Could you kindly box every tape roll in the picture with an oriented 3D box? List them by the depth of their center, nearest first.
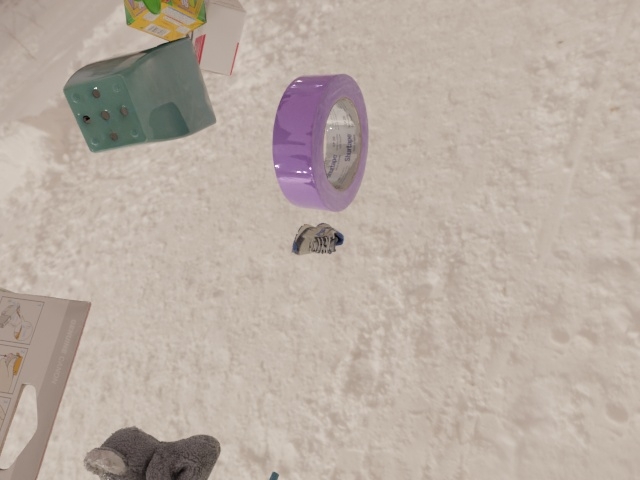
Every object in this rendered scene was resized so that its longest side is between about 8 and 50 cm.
[{"bbox_3d":[0.010,-0.200,0.939,0.090,0.275,0.275,8,60,25],"label":"tape roll"}]

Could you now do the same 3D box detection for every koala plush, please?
[{"bbox_3d":[-0.327,0.436,0.864,0.221,0.196,0.203,26,83,1],"label":"koala plush"}]

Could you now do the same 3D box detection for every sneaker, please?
[{"bbox_3d":[0.000,0.000,0.799,0.058,0.135,0.052,24,114,24],"label":"sneaker"}]

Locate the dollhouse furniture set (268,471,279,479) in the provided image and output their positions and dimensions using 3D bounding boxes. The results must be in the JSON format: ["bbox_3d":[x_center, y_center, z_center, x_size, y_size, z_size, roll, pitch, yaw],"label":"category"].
[{"bbox_3d":[-0.019,0.426,0.535,0.286,0.303,0.198,-2,42,29],"label":"dollhouse furniture set"}]

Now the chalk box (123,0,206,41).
[{"bbox_3d":[-0.358,-0.591,1.020,0.132,0.132,0.213,-9,88,34],"label":"chalk box"}]

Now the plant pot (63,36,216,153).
[{"bbox_3d":[-0.317,-0.243,0.792,0.165,0.166,0.234,-8,27,11],"label":"plant pot"}]

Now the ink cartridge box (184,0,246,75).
[{"bbox_3d":[-0.289,-0.576,1.196,0.237,0.100,0.172,63,140,39],"label":"ink cartridge box"}]

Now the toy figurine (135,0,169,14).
[{"bbox_3d":[-0.288,-0.525,0.851,0.159,0.173,0.130,-37,-4,-27],"label":"toy figurine"}]

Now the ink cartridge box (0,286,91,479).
[{"bbox_3d":[-0.420,0.201,0.527,0.260,0.066,0.297,8,71,4],"label":"ink cartridge box"}]
